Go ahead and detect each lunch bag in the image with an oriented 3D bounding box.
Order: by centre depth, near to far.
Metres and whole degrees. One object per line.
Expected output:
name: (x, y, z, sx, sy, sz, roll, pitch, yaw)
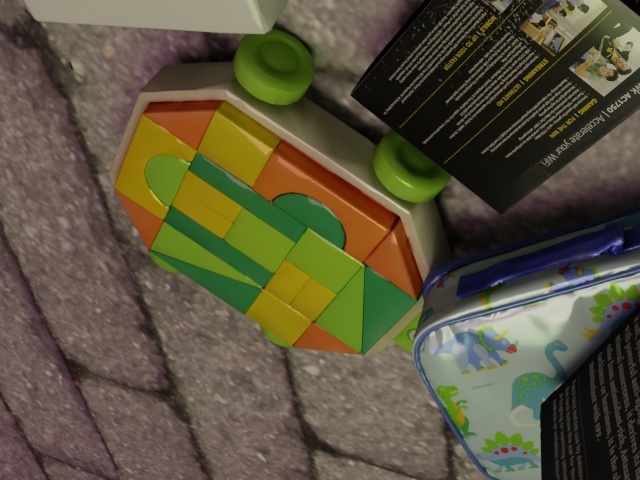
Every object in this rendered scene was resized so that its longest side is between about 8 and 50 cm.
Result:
lunch bag: (0.184, 0.072, 0.665, 0.219, 0.090, 0.176, -20, 118, 26)

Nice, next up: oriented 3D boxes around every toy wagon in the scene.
toy wagon: (0.000, 0.000, 0.765, 0.344, 0.068, 0.267, 35, 142, -2)

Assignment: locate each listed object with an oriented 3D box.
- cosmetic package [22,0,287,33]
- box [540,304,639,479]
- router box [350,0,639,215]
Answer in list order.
cosmetic package: (-0.065, -0.244, 0.401, 0.138, 0.224, 0.224, 10, 147, 25)
box: (0.321, 0.117, 0.501, 0.296, 0.182, 0.294, 29, 124, -8)
router box: (0.118, -0.107, 0.591, 0.133, 0.046, 0.179, 38, 141, -7)
